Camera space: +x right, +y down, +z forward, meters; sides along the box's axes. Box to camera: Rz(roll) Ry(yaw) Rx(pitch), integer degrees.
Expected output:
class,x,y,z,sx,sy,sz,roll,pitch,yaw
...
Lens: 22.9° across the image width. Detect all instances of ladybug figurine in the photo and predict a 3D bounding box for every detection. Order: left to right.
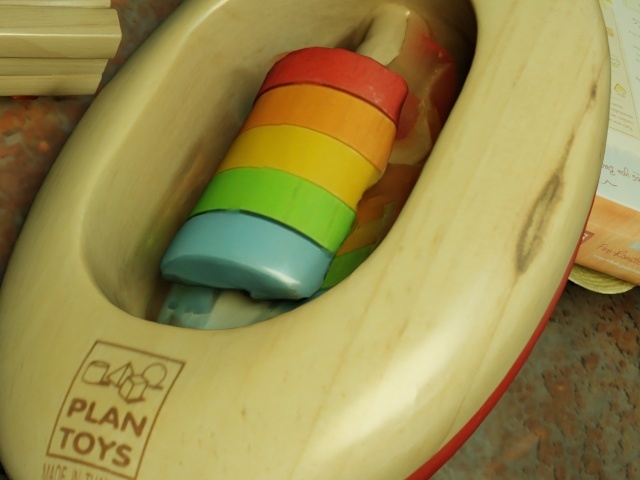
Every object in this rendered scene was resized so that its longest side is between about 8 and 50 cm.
class,x,y,z,sx,sy,sz,roll,pitch,yaw
ladybug figurine,0.000,0.000,0.846,0.449,0.305,0.162,-59,143,-27

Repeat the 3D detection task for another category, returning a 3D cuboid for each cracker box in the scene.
class,x,y,z,sx,sy,sz,roll,pitch,yaw
cracker box,0.185,-0.086,1.003,0.155,0.067,0.232,19,49,-30

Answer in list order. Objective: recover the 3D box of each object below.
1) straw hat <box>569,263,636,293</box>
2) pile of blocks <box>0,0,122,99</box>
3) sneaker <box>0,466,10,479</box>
class,x,y,z,sx,sy,sz,roll,pitch,yaw
straw hat,0.143,-0.012,1.008,0.144,0.061,0.144,23,48,-29
pile of blocks,-0.270,-0.079,0.828,0.362,0.113,0.149,-30,75,-36
sneaker,-0.124,0.177,0.843,0.188,0.066,0.071,23,83,-11
